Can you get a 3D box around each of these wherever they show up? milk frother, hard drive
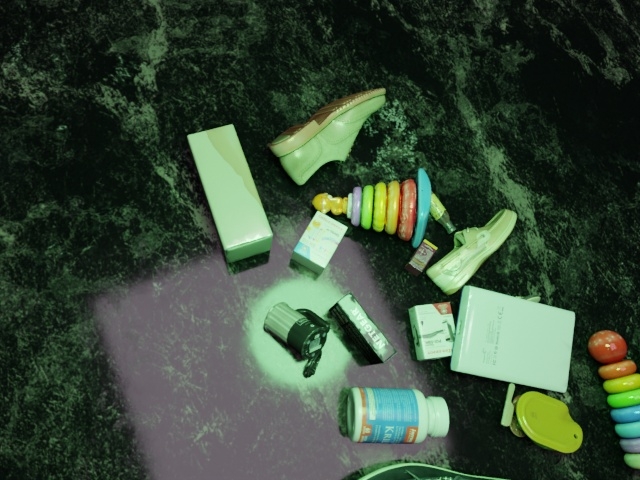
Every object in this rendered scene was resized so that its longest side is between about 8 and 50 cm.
[{"bbox_3d":[-0.057,0.242,1.179,0.135,0.129,0.143,28,101,36],"label":"milk frother"},{"bbox_3d":[0.492,0.252,1.236,0.319,0.040,0.210,14,80,-14],"label":"hard drive"}]

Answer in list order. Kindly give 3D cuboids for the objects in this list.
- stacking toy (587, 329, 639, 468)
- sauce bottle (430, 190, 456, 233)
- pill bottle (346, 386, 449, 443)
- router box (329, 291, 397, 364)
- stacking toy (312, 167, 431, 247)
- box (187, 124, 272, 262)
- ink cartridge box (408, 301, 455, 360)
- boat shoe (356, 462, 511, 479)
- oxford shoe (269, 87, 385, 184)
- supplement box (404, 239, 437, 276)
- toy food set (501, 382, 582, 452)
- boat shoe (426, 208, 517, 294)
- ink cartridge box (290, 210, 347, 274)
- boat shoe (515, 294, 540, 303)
[{"bbox_3d":[0.782,0.393,1.243,0.141,0.141,0.330,-11,68,-11],"label":"stacking toy"},{"bbox_3d":[0.329,-0.077,1.352,0.042,0.042,0.128,-32,78,-16],"label":"sauce bottle"},{"bbox_3d":[0.179,0.410,1.142,0.222,0.124,0.124,3,73,-6],"label":"pill bottle"},{"bbox_3d":[0.099,0.217,1.184,0.046,0.133,0.179,-36,82,-15],"label":"router box"},{"bbox_3d":[0.128,-0.088,1.283,0.302,0.165,0.175,3,57,4],"label":"stacking toy"},{"bbox_3d":[-0.229,-0.115,1.231,0.121,0.148,0.311,-18,78,-13],"label":"box"},{"bbox_3d":[0.290,0.233,1.246,0.099,0.056,0.135,-5,74,-11],"label":"ink cartridge box"},{"bbox_3d":[0.289,0.609,1.085,0.501,0.156,0.186,6,75,-5],"label":"boat shoe"},{"bbox_3d":[0.042,-0.298,1.353,0.397,0.140,0.146,-36,112,-21],"label":"oxford shoe"},{"bbox_3d":[0.267,0.047,1.300,0.043,0.055,0.083,35,71,5],"label":"supplement box"},{"bbox_3d":[0.535,0.451,1.216,0.218,0.071,0.128,24,53,-3],"label":"toy food set"},{"bbox_3d":[0.407,0.010,1.306,0.098,0.109,0.302,44,78,5],"label":"boat shoe"},{"bbox_3d":[0.000,0.000,1.257,0.092,0.090,0.143,29,72,1],"label":"ink cartridge box"},{"bbox_3d":[0.524,0.171,1.306,0.137,0.049,0.043,-19,38,-12],"label":"boat shoe"}]
